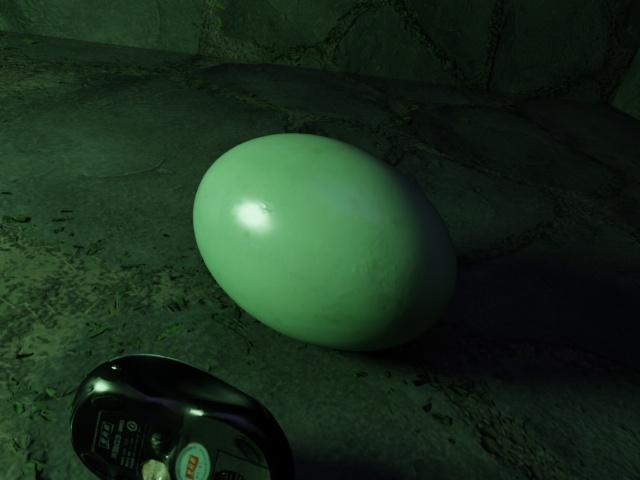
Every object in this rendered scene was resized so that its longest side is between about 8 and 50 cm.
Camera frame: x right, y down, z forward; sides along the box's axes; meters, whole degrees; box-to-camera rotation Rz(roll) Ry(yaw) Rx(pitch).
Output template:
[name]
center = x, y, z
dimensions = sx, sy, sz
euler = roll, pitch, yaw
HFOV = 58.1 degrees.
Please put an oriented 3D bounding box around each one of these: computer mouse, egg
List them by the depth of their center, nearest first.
[computer mouse]
center = -0.131, 0.194, 0.576
dimensions = 0.233, 0.137, 0.096
euler = 23, 14, 6
[egg]
center = 0.000, 0.000, 0.798
dimensions = 0.388, 0.276, 0.276
euler = 26, 34, 22
